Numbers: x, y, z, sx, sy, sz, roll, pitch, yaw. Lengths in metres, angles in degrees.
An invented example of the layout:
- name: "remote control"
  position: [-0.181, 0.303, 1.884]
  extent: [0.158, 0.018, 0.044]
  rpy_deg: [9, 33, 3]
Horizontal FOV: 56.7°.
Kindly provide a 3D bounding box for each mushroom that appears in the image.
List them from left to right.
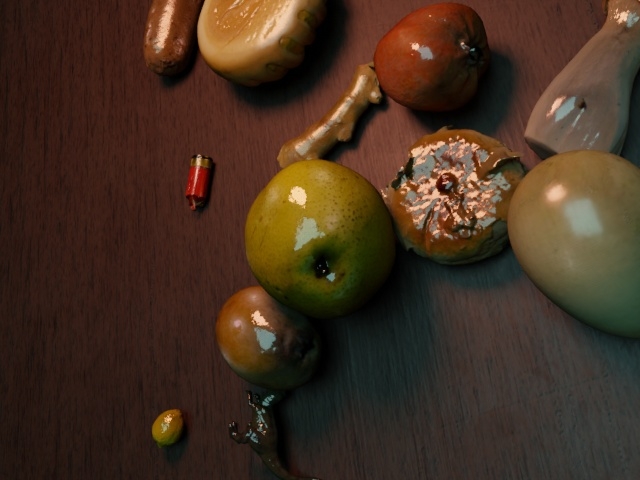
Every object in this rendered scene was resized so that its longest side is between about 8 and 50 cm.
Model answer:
- name: "mushroom"
  position: [0.469, -0.260, 0.985]
  extent: [0.159, 0.122, 0.329]
  rpy_deg: [28, 92, -5]

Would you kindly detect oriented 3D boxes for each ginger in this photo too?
- name: "ginger"
  position: [0.024, -0.245, 1.236]
  extent: [0.118, 0.065, 0.299]
  rpy_deg: [43, 99, 22]

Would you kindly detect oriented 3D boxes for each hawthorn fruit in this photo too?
- name: "hawthorn fruit"
  position: [0.186, -0.341, 1.114]
  extent: [0.251, 0.199, 0.199]
  rpy_deg: [15, 84, 41]

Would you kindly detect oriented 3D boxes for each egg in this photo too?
- name: "egg"
  position: [0.409, 0.006, 0.874]
  extent: [0.218, 0.218, 0.295]
  rpy_deg: [-34, 75, 16]

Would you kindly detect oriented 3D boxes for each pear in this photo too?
- name: "pear"
  position: [0.000, 0.000, 1.055]
  extent: [0.294, 0.294, 0.294]
  rpy_deg: [-8, 73, 27]

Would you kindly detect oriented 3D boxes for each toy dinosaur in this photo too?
- name: "toy dinosaur"
  position: [-0.076, 0.352, 1.118]
  extent: [0.178, 0.087, 0.187]
  rpy_deg: [7, 81, 31]

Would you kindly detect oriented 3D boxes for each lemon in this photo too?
- name: "lemon"
  position: [-0.321, 0.398, 1.251]
  extent: [0.065, 0.065, 0.092]
  rpy_deg: [32, 97, 31]

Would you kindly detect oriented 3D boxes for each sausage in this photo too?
- name: "sausage"
  position: [-0.332, -0.656, 1.506]
  extent: [0.136, 0.123, 0.501]
  rpy_deg: [18, 85, 29]

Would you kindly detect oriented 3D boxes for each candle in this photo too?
- name: "candle"
  position: [-0.284, -0.132, 1.381]
  extent: [0.052, 0.052, 0.131]
  rpy_deg: [1, 78, 29]

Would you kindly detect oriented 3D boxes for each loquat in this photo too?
- name: "loquat"
  position: [-0.097, 0.187, 1.125]
  extent: [0.227, 0.179, 0.179]
  rpy_deg: [38, 96, 36]

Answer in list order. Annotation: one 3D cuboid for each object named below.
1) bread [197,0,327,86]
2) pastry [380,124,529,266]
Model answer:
- name: "bread"
  position: [-0.119, -0.491, 1.325]
  extent: [0.333, 0.160, 0.333]
  rpy_deg: [-8, 74, 28]
- name: "pastry"
  position: [0.237, -0.076, 1.042]
  extent: [0.257, 0.121, 0.236]
  rpy_deg: [-47, 61, 10]
